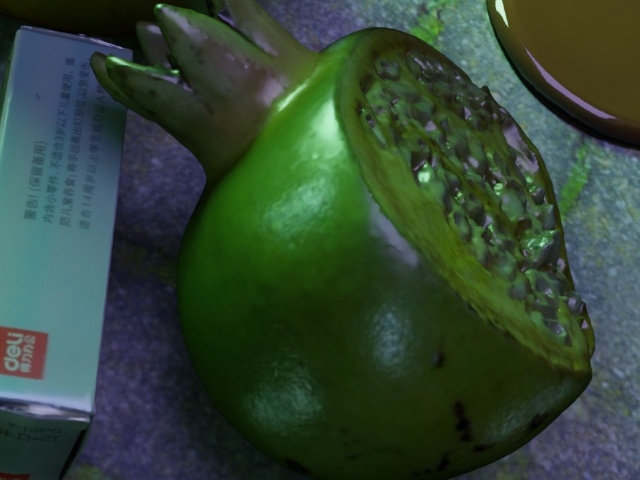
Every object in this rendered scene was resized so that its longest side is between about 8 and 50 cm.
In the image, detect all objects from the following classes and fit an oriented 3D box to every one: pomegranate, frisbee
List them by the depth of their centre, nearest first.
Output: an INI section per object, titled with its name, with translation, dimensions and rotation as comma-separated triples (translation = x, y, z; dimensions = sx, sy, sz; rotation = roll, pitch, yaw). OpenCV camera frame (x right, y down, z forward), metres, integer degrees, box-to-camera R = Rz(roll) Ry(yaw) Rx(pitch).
[pomegranate]
translation = 0.000, 0.000, 0.872
dimensions = 0.358, 0.216, 0.310
rotation = 39, 31, -12
[frisbee]
translation = 0.261, -0.187, 1.225
dimensions = 0.250, 0.021, 0.251
rotation = 10, 56, -15

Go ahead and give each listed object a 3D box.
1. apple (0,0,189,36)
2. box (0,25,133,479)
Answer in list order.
[apple]
translation = -0.155, -0.328, 0.978
dimensions = 0.400, 0.333, 0.400
rotation = 0, 61, 1
[box]
translation = -0.174, 0.012, 0.866
dimensions = 0.079, 0.135, 0.269
rotation = 10, 58, -15
